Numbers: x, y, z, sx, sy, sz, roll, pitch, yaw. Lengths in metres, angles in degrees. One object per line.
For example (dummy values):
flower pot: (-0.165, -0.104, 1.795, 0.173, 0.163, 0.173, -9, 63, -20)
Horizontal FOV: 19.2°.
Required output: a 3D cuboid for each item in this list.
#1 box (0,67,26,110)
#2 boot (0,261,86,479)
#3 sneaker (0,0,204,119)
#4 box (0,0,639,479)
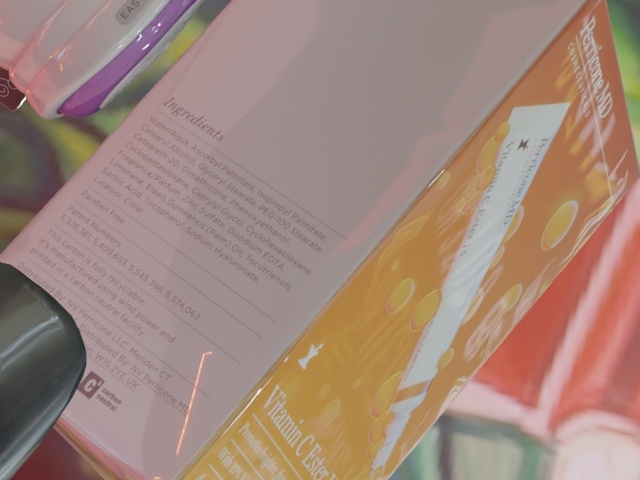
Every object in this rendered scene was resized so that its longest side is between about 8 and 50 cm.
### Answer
box: (-0.291, -0.259, 1.572, 0.247, 0.142, 0.163, 38, -140, -8)
boot: (-0.167, 0.124, 0.507, 0.367, 0.146, 0.445, 3, -164, 15)
sneaker: (-0.073, -0.204, 0.856, 0.152, 0.305, 0.114, 38, 156, -5)
box: (0.000, 0.000, 1.048, 0.168, 0.345, 0.215, 35, 167, 27)
